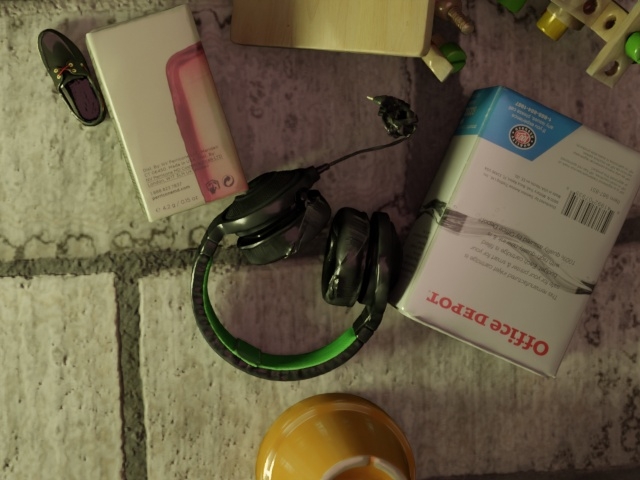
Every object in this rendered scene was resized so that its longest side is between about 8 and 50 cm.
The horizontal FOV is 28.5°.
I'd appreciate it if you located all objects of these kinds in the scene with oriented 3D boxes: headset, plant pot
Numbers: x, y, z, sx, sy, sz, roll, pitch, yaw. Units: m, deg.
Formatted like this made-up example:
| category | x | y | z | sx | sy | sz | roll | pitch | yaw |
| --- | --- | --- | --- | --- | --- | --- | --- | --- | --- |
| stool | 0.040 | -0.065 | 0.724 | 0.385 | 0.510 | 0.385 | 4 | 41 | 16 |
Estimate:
| category | x | y | z | sx | sy | sz | roll | pitch | yaw |
| --- | --- | --- | --- | --- | --- | --- | --- | --- | --- |
| headset | 0.000 | 0.000 | 1.542 | 0.243 | 0.185 | 0.394 | 29 | 100 | -12 |
| plant pot | 0.032 | 0.308 | 1.569 | 0.205 | 0.188 | 0.205 | -1 | 95 | -10 |

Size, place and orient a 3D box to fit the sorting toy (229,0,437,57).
| category | x | y | z | sx | sy | sz | roll | pitch | yaw |
| --- | --- | --- | --- | --- | --- | --- | --- | --- | --- |
| sorting toy | 0.035 | -0.353 | 1.514 | 0.255 | 0.089 | 0.257 | 8 | 94 | 26 |

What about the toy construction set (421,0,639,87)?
| category | x | y | z | sx | sy | sz | roll | pitch | yaw |
| --- | --- | --- | --- | --- | --- | --- | --- | --- | --- |
| toy construction set | 0.267 | -0.277 | 1.510 | 0.309 | 0.237 | 0.257 | -33 | 138 | 4 |

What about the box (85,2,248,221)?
| category | x | y | z | sx | sy | sz | roll | pitch | yaw |
| --- | --- | --- | --- | --- | --- | --- | --- | --- | --- |
| box | -0.186 | -0.152 | 1.514 | 0.126 | 0.148 | 0.232 | -18 | 98 | -9 |

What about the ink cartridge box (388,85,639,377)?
| category | x | y | z | sx | sy | sz | roll | pitch | yaw |
| --- | --- | --- | --- | --- | --- | --- | --- | --- | --- |
| ink cartridge box | 0.245 | -0.012 | 1.613 | 0.223 | 0.129 | 0.307 | 24 | 90 | -12 |

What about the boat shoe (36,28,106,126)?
| category | x | y | z | sx | sy | sz | roll | pitch | yaw |
| --- | --- | --- | --- | --- | --- | --- | --- | --- | --- |
| boat shoe | -0.304 | -0.201 | 1.544 | 0.049 | 0.042 | 0.133 | -29 | 97 | -5 |
